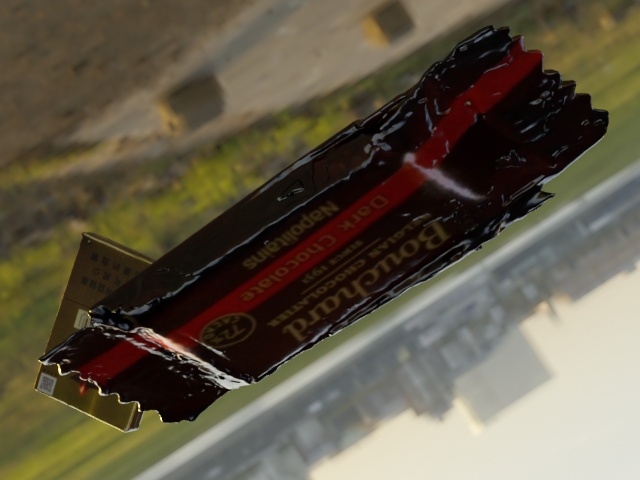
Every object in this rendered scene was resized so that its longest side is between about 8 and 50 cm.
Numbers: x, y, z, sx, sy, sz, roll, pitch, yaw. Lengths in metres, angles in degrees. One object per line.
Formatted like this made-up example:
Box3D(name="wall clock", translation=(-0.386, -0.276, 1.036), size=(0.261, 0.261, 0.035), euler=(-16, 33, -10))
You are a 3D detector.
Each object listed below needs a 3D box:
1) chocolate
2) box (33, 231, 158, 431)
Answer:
Box3D(name="chocolate", translation=(0.000, 0.000, 0.565), size=(0.182, 0.028, 0.086), euler=(-34, 145, 21))
Box3D(name="box", translation=(-0.163, 0.070, 1.423), size=(0.023, 0.090, 0.133), euler=(0, 110, -67))
